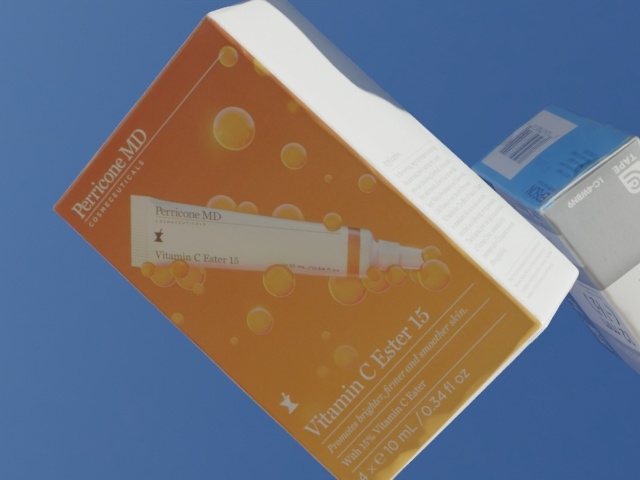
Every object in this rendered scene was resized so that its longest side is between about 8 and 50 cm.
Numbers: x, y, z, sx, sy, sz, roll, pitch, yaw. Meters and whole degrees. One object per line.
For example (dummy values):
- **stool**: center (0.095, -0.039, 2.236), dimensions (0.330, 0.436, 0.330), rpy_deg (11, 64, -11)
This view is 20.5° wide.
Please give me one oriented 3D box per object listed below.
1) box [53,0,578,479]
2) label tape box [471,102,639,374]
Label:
- **box**: center (0.000, 0.000, 1.412), dimensions (0.345, 0.168, 0.215), rpy_deg (43, -69, 4)
- **label tape box**: center (0.302, 0.052, 1.609), dimensions (0.115, 0.348, 0.249), rpy_deg (-36, -166, -1)
